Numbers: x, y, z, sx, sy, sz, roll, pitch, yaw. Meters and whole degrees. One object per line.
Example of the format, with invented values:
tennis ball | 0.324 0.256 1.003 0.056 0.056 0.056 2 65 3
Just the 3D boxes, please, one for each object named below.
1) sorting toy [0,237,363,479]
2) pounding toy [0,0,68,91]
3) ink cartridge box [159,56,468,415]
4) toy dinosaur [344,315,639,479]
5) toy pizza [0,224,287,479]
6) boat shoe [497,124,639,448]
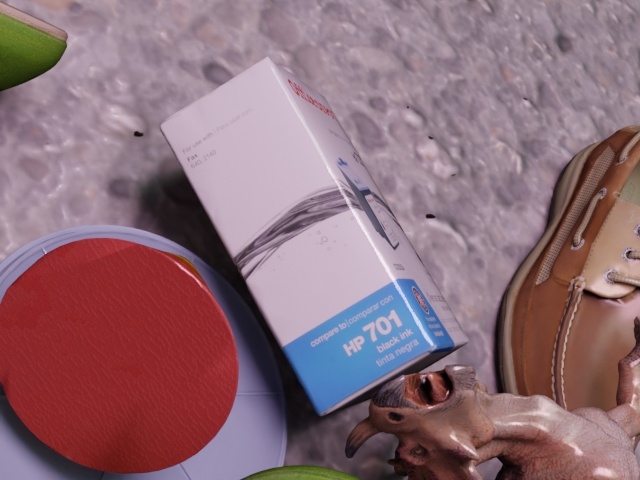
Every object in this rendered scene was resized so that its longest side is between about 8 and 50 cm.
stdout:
sorting toy | -0.014 0.133 0.661 0.365 0.127 0.126 52 19 -11
pounding toy | -0.248 -0.102 0.638 0.183 0.110 0.237 26 4 17
ink cartridge box | 0.000 0.000 0.743 0.190 0.082 0.139 61 11 9
toy dinosaur | 0.138 0.176 0.742 0.200 0.127 0.295 -19 103 0
toy pizza | -0.107 0.088 0.678 0.201 0.032 0.201 17 60 -31
boat shoe | 0.220 0.020 0.903 0.122 0.120 0.324 34 48 -14
